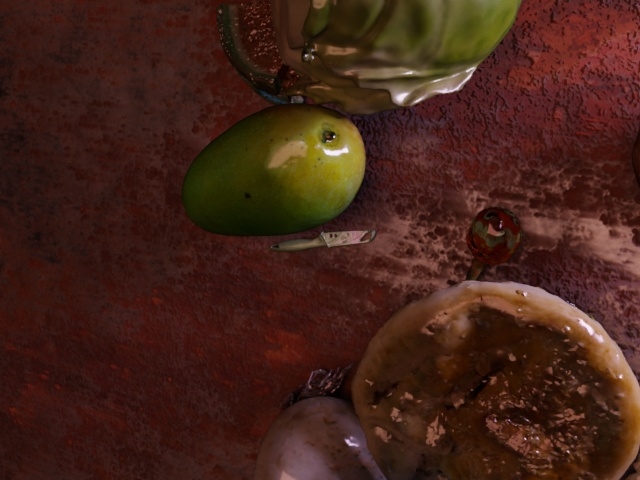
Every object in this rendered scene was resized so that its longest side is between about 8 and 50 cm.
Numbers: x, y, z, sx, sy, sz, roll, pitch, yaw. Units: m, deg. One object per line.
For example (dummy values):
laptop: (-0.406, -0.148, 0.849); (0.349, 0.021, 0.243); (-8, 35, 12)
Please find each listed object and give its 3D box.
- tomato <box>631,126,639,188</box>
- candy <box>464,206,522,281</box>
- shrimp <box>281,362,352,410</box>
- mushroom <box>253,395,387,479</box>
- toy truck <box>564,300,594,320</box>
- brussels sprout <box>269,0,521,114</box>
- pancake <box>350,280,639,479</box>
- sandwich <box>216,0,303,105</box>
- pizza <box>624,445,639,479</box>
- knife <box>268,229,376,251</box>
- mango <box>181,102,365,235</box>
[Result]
tomato: (0.503, -0.130, 0.796); (0.214, 0.181, 0.155); (-35, 73, 16)
candy: (0.228, 0.078, 0.976); (0.078, 0.084, 0.287); (30, 109, 16)
shrimp: (-0.002, 0.260, 1.081); (0.165, 0.057, 0.065); (-47, 68, 14)
mushroom: (-0.007, 0.380, 1.018); (0.244, 0.243, 0.243); (0, 91, 23)
toy truck: (0.273, 0.197, 0.920); (0.272, 0.124, 0.157); (-8, 118, 22)
brussels sprout: (0.109, -0.376, 0.879); (0.361, 0.342, 0.425); (-10, 47, -9)
pancake: (0.223, 0.231, 0.825); (0.387, 0.082, 0.386); (5, 108, 17)
sandwich: (-0.095, -0.337, 1.096); (0.159, 0.079, 0.235); (-22, 82, 22)
pizza: (0.519, 0.341, 0.848); (0.182, 0.074, 0.365); (13, 95, 14)
knife: (0.000, 0.000, 1.099); (0.207, 0.014, 0.030); (-6, 89, 22)
mango: (-0.086, -0.100, 1.029); (0.382, 0.225, 0.201); (-22, 77, 41)
